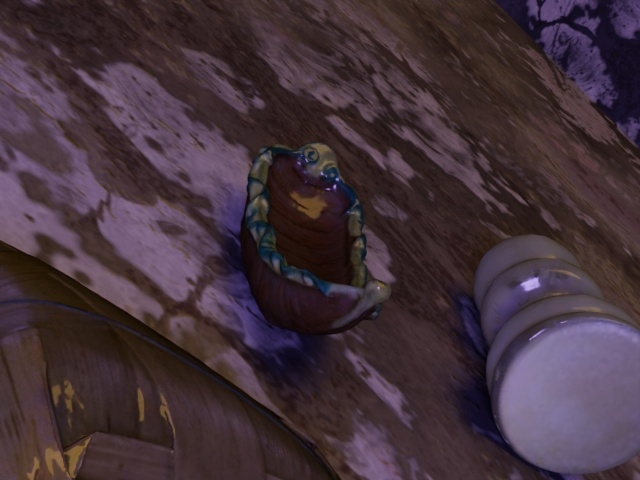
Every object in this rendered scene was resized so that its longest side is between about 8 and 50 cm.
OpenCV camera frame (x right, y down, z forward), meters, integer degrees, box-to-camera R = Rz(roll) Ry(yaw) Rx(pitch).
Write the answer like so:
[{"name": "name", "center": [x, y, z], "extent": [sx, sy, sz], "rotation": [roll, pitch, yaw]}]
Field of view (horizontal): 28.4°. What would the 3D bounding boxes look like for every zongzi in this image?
[{"name": "zongzi", "center": [-0.115, 0.074, 0.625], "extent": [0.228, 0.115, 0.256], "rotation": [25, 15, -43]}]

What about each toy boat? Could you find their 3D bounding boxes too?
[{"name": "toy boat", "center": [-0.006, 0.010, 0.927], "extent": [0.108, 0.099, 0.293], "rotation": [32, 15, -18]}]

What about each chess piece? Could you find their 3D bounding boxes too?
[{"name": "chess piece", "center": [0.197, 0.073, 1.097], "extent": [0.144, 0.144, 0.251], "rotation": [34, 18, -16]}]
